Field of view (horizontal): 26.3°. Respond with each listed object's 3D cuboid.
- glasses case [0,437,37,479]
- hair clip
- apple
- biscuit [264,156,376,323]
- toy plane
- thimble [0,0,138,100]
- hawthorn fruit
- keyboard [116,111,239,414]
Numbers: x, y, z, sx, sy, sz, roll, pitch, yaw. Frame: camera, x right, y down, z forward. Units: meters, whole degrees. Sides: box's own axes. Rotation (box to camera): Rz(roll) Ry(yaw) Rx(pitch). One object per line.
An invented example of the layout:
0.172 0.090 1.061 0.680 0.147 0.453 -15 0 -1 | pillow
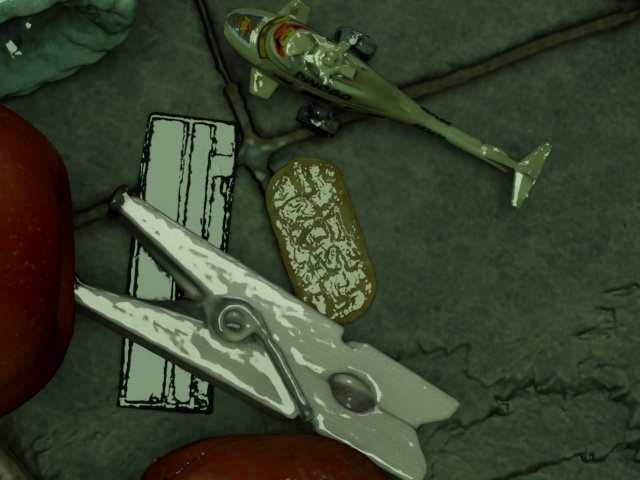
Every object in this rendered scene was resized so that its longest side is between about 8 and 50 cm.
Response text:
-0.270 0.263 1.088 0.156 0.098 0.425 -41 89 -6 | glasses case
-0.048 0.085 1.105 0.330 0.085 0.101 31 73 -4 | hair clip
-0.286 0.018 0.971 0.216 0.260 0.260 -2 87 -7 | apple
0.000 0.000 1.156 0.071 0.018 0.147 -18 88 -3 | biscuit
0.050 -0.117 1.129 0.286 0.108 0.092 28 85 -14 | toy plane
-0.259 -0.213 1.058 0.250 0.205 0.172 -24 82 25 | thimble
-0.068 0.240 1.054 0.299 0.211 0.211 15 87 4 | hawthorn fruit
-0.121 0.019 1.149 0.087 0.017 0.251 5 88 -5 | keyboard
